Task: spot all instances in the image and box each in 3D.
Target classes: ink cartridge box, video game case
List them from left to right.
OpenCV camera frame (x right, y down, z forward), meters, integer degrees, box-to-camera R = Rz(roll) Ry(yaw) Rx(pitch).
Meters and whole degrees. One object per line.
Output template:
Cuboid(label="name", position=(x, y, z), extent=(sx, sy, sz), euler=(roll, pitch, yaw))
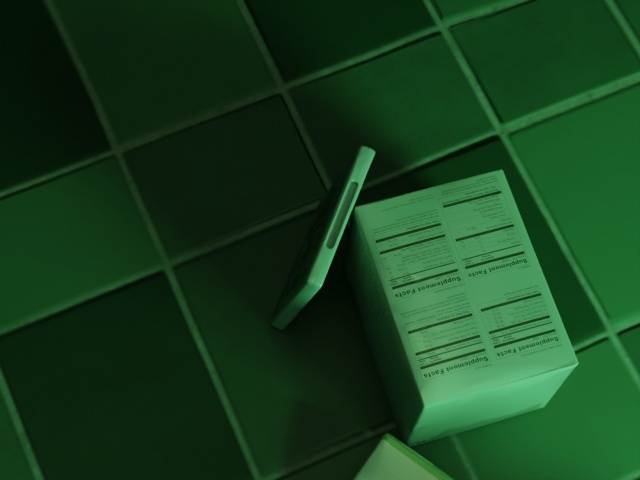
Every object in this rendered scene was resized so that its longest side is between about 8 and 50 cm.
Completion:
Cuboid(label="video game case", position=(0.000, 0.000, 1.760), extent=(0.023, 0.212, 0.193), euler=(24, 68, -5))
Cuboid(label="ink cartridge box", position=(0.082, 0.376, 1.695), extent=(0.171, 0.056, 0.235), euler=(35, 86, 11))

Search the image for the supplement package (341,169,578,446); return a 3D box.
Cuboid(label="supplement package", position=(0.164, 0.088, 1.738), extent=(0.198, 0.199, 0.262), euler=(-15, 70, -10))
